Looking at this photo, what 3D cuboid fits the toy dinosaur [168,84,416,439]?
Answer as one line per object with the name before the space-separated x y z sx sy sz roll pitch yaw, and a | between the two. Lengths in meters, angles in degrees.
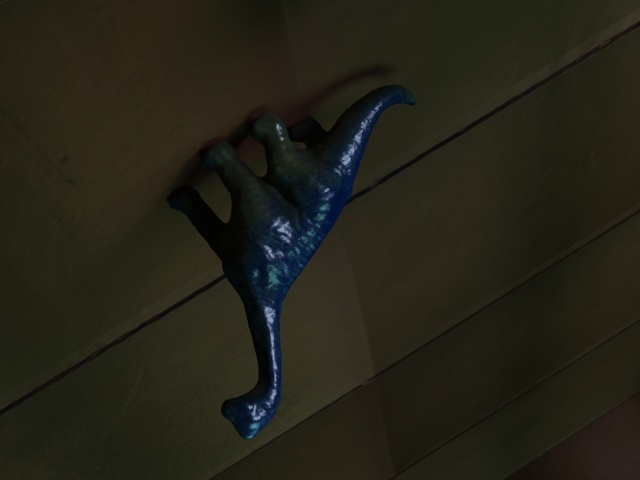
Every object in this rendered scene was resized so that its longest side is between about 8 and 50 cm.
toy dinosaur | 0.000 0.000 1.065 0.247 0.188 0.075 -30 166 -14
